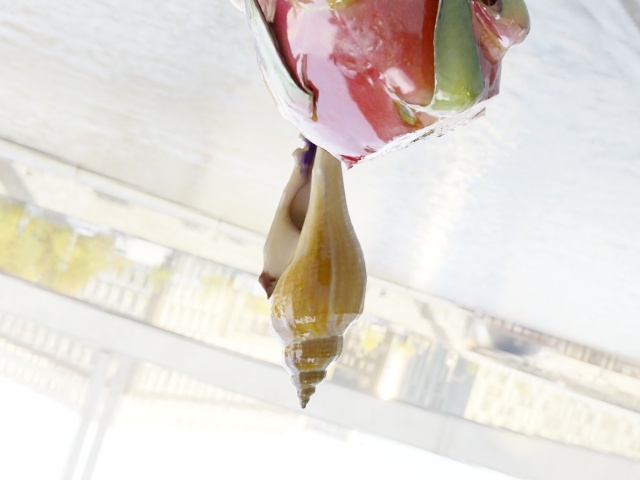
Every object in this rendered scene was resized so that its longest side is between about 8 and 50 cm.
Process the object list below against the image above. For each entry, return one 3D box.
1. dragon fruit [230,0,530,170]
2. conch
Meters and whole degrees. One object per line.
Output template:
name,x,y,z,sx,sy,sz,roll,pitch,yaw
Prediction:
dragon fruit,0.046,-0.176,0.857,0.224,0.227,0.224,-25,-173,4
conch,0.005,0.002,1.101,0.093,0.330,0.109,18,162,-25
